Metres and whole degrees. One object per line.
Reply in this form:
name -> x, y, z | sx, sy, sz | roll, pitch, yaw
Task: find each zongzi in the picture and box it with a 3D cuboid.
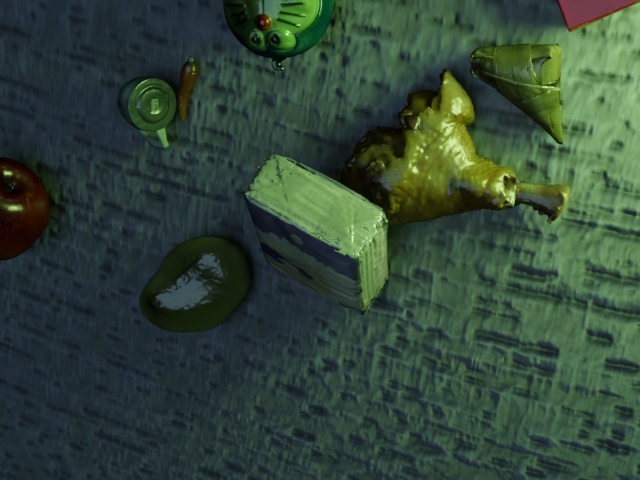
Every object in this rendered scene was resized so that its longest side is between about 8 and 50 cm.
zongzi -> 0.340, -0.253, 1.720 | 0.160, 0.078, 0.176 | 6, 118, 30

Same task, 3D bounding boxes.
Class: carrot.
carrot -> -0.272, -0.307, 2.007 | 0.035, 0.035, 0.142 | 26, 122, 15

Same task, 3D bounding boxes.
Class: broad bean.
broad bean -> -0.263, 0.099, 2.090 | 0.263, 0.121, 0.189 | -34, 95, 28

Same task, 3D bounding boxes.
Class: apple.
apple -> -0.710, -0.071, 2.187 | 0.218, 0.218, 0.201 | 45, 121, 6

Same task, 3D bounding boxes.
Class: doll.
doll -> -0.071, -0.466, 1.775 | 0.199, 0.186, 0.321 | 9, 102, 16

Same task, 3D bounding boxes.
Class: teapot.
teapot -> -0.354, -0.273, 2.031 | 0.108, 0.149, 0.111 | 24, 76, 48

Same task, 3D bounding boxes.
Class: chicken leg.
chicken leg -> 0.242, -0.149, 1.759 | 0.409, 0.182, 0.295 | 13, 96, 17

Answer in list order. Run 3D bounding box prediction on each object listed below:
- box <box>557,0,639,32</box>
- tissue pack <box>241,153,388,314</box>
box -> 0.506, -0.480, 1.552 | 0.313, 0.089, 0.197 | -20, 96, 29
tissue pack -> 0.000, 0.000, 1.824 | 0.242, 0.343, 0.125 | 29, 73, 14
